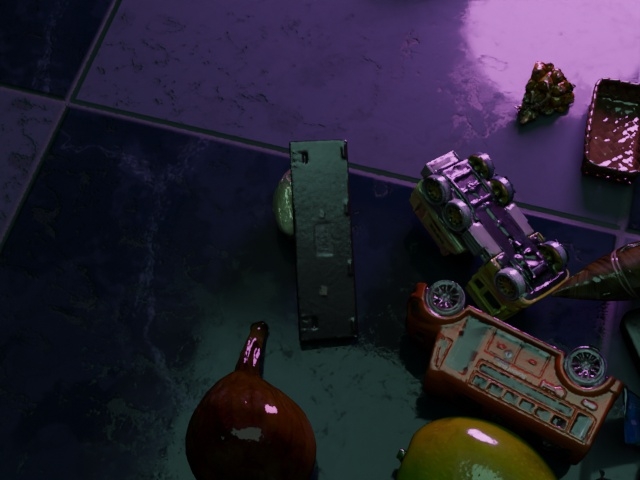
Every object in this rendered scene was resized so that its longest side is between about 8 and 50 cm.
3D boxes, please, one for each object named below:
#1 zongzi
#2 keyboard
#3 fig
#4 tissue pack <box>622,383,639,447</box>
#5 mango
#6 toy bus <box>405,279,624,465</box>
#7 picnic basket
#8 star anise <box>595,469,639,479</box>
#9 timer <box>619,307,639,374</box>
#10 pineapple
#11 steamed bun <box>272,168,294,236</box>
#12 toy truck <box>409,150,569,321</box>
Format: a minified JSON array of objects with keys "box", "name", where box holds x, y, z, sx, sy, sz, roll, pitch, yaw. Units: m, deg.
[{"box":[0.453,0.060,1.410,0.184,0.187,0.084,-19,79,15],"name":"zongzi"},{"box":[0.000,0.000,1.435,0.106,0.027,0.317,-2,89,-4],"name":"keyboard"},{"box":[-0.104,0.263,1.340,0.191,0.190,0.290,-9,23,-3],"name":"fig"},{"box":[0.468,0.264,1.316,0.028,0.138,0.085,-18,59,36],"name":"tissue pack"},{"box":[0.257,0.384,1.244,0.192,0.156,0.343,-44,73,-5],"name":"mango"},{"box":[0.261,0.191,1.337,0.329,0.143,0.153,27,71,16],"name":"toy bus"},{"box":[0.510,-0.188,1.568,0.110,0.055,0.193,14,66,9],"name":"picnic basket"},{"box":[0.475,0.434,1.257,0.272,0.102,0.272,13,42,-12],"name":"star anise"},{"box":[0.574,0.158,1.404,0.187,0.055,0.144,-15,63,-2],"name":"timer"},{"box":[0.383,-0.254,1.607,0.114,0.114,0.077,-47,34,-2],"name":"pineapple"},{"box":[-0.022,-0.063,1.495,0.113,0.091,0.130,7,88,1],"name":"steamed bun"},{"box":[0.250,-0.003,1.434,0.124,0.157,0.272,-28,74,-29],"name":"toy truck"}]
